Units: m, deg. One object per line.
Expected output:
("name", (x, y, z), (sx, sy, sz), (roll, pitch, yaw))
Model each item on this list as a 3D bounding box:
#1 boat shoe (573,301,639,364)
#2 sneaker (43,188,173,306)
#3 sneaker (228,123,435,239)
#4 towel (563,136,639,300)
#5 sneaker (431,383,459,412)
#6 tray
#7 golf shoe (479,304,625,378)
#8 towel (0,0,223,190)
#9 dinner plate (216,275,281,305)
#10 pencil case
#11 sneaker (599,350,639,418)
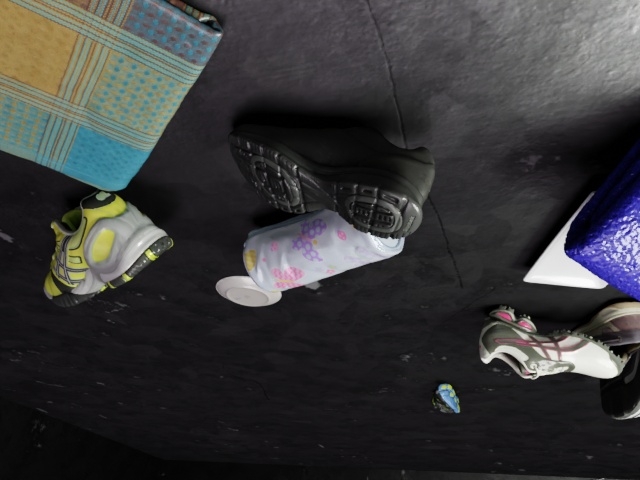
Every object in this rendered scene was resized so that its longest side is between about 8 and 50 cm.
("boat shoe", (0.595, 0.221, 1.155), (0.103, 0.092, 0.285), (5, 149, 2))
("sneaker", (-0.404, 0.012, 0.988), (0.385, 0.145, 0.147), (-23, 108, 42))
("sneaker", (0.013, -0.099, 0.725), (0.286, 0.130, 0.109), (22, 146, 18))
("towel", (0.488, 0.000, 0.690), (0.308, 0.076, 0.227), (28, 107, -12))
("sneaker", (0.364, 0.475, 1.638), (0.078, 0.067, 0.188), (-11, 148, 15))
("tray", (0.438, 0.000, 0.882), (0.145, 0.030, 0.270), (6, 149, 1))
("golf shoe", (0.454, 0.234, 1.113), (0.273, 0.120, 0.105), (18, 148, 18))
("towel", (-0.315, -0.201, 0.681), (0.272, 0.040, 0.370), (23, 143, -27))
("dinner plate", (-0.155, 0.115, 1.190), (0.141, 0.017, 0.141), (6, 149, 3))
("pencil case", (0.000, 0.000, 0.881), (0.273, 0.113, 0.124), (-22, 130, 38))
("sneaker", (0.768, 0.277, 1.129), (0.258, 0.169, 0.447), (8, 149, 5))
